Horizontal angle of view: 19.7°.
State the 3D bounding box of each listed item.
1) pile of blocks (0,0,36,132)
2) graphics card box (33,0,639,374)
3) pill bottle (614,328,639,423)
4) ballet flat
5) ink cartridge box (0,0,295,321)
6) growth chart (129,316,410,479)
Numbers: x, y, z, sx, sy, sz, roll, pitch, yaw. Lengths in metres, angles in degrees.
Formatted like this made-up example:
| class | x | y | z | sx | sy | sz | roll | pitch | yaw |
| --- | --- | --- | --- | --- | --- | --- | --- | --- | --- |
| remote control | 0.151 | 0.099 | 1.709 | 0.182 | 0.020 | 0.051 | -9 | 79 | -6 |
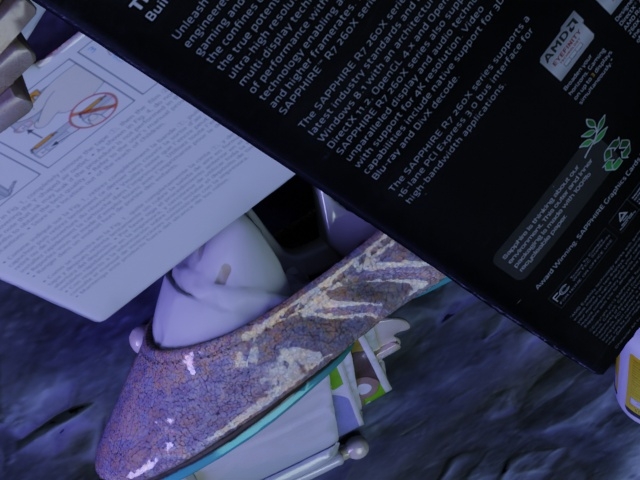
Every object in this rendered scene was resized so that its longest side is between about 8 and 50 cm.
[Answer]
| class | x | y | z | sx | sy | sz | roll | pitch | yaw |
| --- | --- | --- | --- | --- | --- | --- | --- | --- | --- |
| pile of blocks | -0.189 | -0.089 | 0.628 | 0.362 | 0.149 | 0.113 | -37 | 142 | 11 |
| graphics card box | 0.054 | -0.119 | 0.621 | 0.371 | 0.094 | 0.232 | 31 | 96 | -47 |
| pill bottle | 0.222 | 0.066 | 1.173 | 0.065 | 0.065 | 0.116 | -22 | 144 | -10 |
| ballet flat | 0.000 | 0.000 | 0.923 | 0.316 | 0.107 | 0.106 | -34 | 113 | -5 |
| ink cartridge box | -0.059 | -0.089 | 0.765 | 0.275 | 0.060 | 0.239 | -37 | 152 | 11 |
| growth chart | -0.028 | 0.088 | 1.067 | 0.172 | 0.021 | 0.237 | -20 | 144 | -14 |
